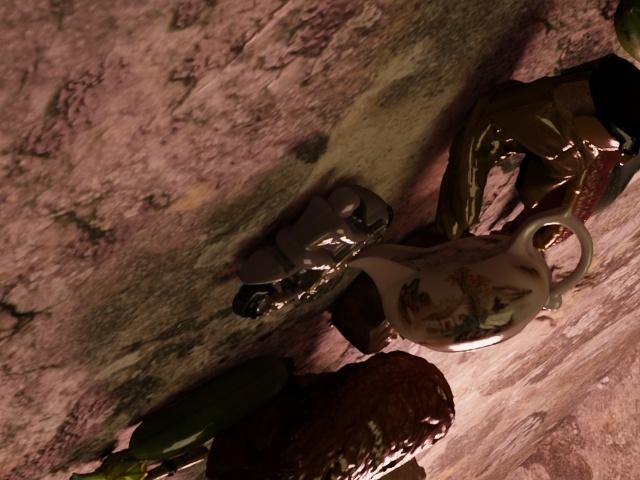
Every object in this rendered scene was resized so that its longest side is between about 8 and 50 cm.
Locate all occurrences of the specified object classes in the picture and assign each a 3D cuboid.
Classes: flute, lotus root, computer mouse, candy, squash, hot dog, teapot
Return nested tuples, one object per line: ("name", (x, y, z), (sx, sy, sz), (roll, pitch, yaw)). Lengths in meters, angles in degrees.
("flute", (-0.235, 0.319, 1.907), (0.233, 0.027, 0.027), (-18, 152, -47))
("lotus root", (0.133, 0.051, 1.903), (0.261, 0.074, 0.170), (-34, 158, -15))
("computer mouse", (0.423, -0.088, 2.118), (0.229, 0.068, 0.113), (-34, 162, -13))
("candy", (-0.295, 0.295, 1.723), (0.194, 0.058, 0.062), (-8, 125, -41))
("squash", (-0.128, 0.209, 1.791), (0.258, 0.069, 0.069), (-28, 158, -30))
("squash", (0.468, -0.258, 1.762), (0.107, 0.107, 0.395), (-49, 159, 28))
("hot dog", (0.008, 0.254, 1.875), (0.267, 0.174, 0.388), (-23, 179, 42))
("teapot", (0.185, 0.047, 1.720), (0.298, 0.139, 0.204), (-12, -167, 11))

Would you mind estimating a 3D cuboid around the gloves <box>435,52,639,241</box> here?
("gloves", (0.229, -0.110, 1.595), (0.154, 0.141, 0.331), (-23, 177, -39))

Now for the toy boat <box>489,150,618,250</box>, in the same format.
("toy boat", (0.336, -0.077, 1.954), (0.318, 0.099, 0.141), (117, -11, -50))

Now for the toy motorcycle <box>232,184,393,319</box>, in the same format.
("toy motorcycle", (0.000, 0.000, 1.543), (0.225, 0.073, 0.152), (-31, 158, -25))

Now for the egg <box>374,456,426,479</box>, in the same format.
("egg", (0.019, 0.403, 2.217), (0.311, 0.279, 0.279), (1, 146, -18))
